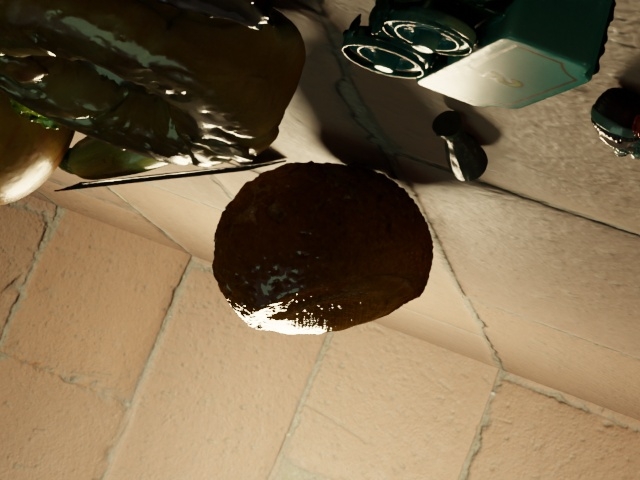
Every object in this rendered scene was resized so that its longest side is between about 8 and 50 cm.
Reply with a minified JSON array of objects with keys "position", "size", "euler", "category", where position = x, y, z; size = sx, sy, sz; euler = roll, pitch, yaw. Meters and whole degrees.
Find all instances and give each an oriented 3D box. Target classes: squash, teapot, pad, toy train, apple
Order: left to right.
[{"position":[-0.464,-0.175,1.850],"size":[0.286,0.233,0.286],"euler":[22,169,4],"category":"apple"},{"position":[-0.286,-0.130,1.894],"size":[0.224,0.094,0.094],"euler":[-14,150,32],"category":"squash"},{"position":[-0.220,-0.094,1.967],"size":[0.300,0.005,0.202],"euler":[-7,-179,-21],"category":"pad"},{"position":[0.147,-0.102,1.444],"size":[0.043,0.042,0.110],"euler":[18,167,24],"category":"teapot"},{"position":[0.113,-0.164,0.964],"size":[0.163,0.112,0.203],"euler":[19,174,-14],"category":"toy train"}]

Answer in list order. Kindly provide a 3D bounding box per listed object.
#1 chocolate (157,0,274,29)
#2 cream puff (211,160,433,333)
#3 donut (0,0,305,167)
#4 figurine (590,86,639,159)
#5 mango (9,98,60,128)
[{"position":[-0.164,-0.268,1.032],"size":[0.321,0.112,0.112],"euler":[21,169,17],"category":"chocolate"},{"position":[0.000,0.000,1.788],"size":[0.303,0.212,0.303],"euler":[-10,164,-3],"category":"cream puff"},{"position":[-0.192,-0.201,1.302],"size":[0.360,0.170,0.360],"euler":[19,165,5],"category":"donut"},{"position":[0.267,-0.096,1.178],"size":[0.060,0.047,0.106],"euler":[36,-179,24],"category":"figurine"},{"position":[-0.308,-0.202,1.714],"size":[0.178,0.100,0.119],"euler":[3,152,-23],"category":"mango"}]
